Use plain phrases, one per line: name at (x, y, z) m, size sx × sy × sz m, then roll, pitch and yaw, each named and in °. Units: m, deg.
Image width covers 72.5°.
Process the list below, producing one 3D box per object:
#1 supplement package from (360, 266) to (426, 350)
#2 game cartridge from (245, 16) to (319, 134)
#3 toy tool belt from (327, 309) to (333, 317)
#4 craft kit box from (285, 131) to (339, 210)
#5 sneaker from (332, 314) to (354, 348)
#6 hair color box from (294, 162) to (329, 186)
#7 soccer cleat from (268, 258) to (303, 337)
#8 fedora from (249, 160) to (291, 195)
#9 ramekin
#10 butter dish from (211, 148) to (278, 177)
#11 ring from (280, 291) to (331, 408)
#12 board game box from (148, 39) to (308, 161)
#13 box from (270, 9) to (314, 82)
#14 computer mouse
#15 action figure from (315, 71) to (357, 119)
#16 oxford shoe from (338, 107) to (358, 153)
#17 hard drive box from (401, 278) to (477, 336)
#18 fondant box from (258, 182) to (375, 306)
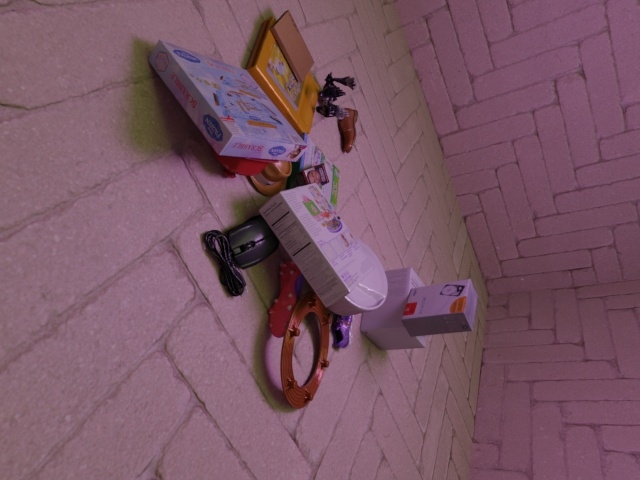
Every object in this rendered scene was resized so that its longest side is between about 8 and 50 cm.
supplement package at (0.306, 0.281, 1.775) m, size 0.198 × 0.199 × 0.263 m, roll 47°, pitch 43°, yaw -39°
game cartridge at (-0.115, -0.558, 1.520) m, size 0.323 × 0.052 × 0.286 m, roll 44°, pitch 44°, yaw -43°
toy tool belt at (0.040, 0.229, 1.499) m, size 0.051 × 0.052 × 0.083 m, roll 21°, pitch 62°, yaw -45°
craft kit box at (-0.020, -0.210, 1.553) m, size 0.246 × 0.060 × 0.250 m, roll 38°, pitch 49°, yaw -44°
sneaker at (0.076, 0.290, 1.524) m, size 0.071 × 0.068 × 0.170 m, roll 22°, pitch 62°, yaw -48°
hair color box at (-0.026, -0.207, 1.448) m, size 0.141 × 0.043 × 0.072 m, roll -37°, pitch 112°, yaw -56°
soccer cleat at (-0.089, 0.172, 1.281) m, size 0.095 × 0.083 × 0.248 m, roll 48°, pitch 39°, yaw -47°
fedora at (-0.145, -0.231, 1.325) m, size 0.194 × 0.079 × 0.195 m, roll 27°, pitch 57°, yaw -52°
ramekin at (0.089, 0.130, 1.472) m, size 0.272 × 0.127 × 0.273 m, roll 25°, pitch 47°, yaw -29°
butter dish at (-0.222, -0.221, 1.170) m, size 0.160 × 0.118 × 0.159 m, roll 42°, pitch 24°, yaw 22°
ring at (-0.029, 0.320, 1.286) m, size 0.336 × 0.032 × 0.337 m, roll 3°, pitch 90°, yaw -67°
board game box at (-0.221, -0.342, 1.117) m, size 0.318 × 0.066 × 0.318 m, roll 53°, pitch 27°, yaw 15°
box at (-0.094, -0.681, 1.533) m, size 0.201 × 0.021 × 0.164 m, roll 58°, pitch 35°, yaw -34°
computer mouse at (-0.180, 0.013, 1.187) m, size 0.272 × 0.072 × 0.189 m, roll -44°, pitch 117°, yaw -55°
action figure at (0.061, -0.550, 1.681) m, size 0.276 × 0.140 × 0.164 m, roll -76°, pitch 176°, yaw -61°
oxford shoe at (0.110, -0.471, 1.866) m, size 0.076 × 0.076 × 0.212 m, roll 13°, pitch 68°, yaw -25°
hard drive box at (0.432, 0.245, 1.577) m, size 0.089 × 0.232 × 0.181 m, roll 59°, pitch 36°, yaw -22°
fondant box at (0.000, 0.000, 1.275) m, size 0.330 × 0.096 × 0.238 m, roll 56°, pitch 27°, yaw 3°
